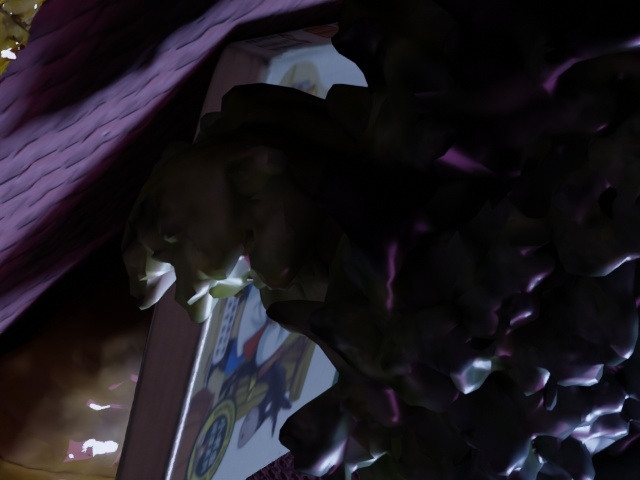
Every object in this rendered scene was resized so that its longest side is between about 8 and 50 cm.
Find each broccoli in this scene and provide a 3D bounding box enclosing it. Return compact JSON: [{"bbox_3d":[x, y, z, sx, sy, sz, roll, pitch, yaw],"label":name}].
[{"bbox_3d":[0.124,-0.060,0.580,0.348,0.281,0.293,14,109,-41],"label":"broccoli"}]

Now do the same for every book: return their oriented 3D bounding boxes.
[{"bbox_3d":[0.000,0.000,0.787,0.264,0.027,0.202,-24,131,-65],"label":"book"}]

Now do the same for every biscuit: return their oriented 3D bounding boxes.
[{"bbox_3d":[-0.091,0.075,0.956,0.326,0.107,0.326,-44,175,-5],"label":"biscuit"}]

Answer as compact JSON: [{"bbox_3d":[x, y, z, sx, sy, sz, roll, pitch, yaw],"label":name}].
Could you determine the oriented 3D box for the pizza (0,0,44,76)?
[{"bbox_3d":[-0.097,-0.030,0.371,0.108,0.026,0.123,-38,175,-14],"label":"pizza"}]
